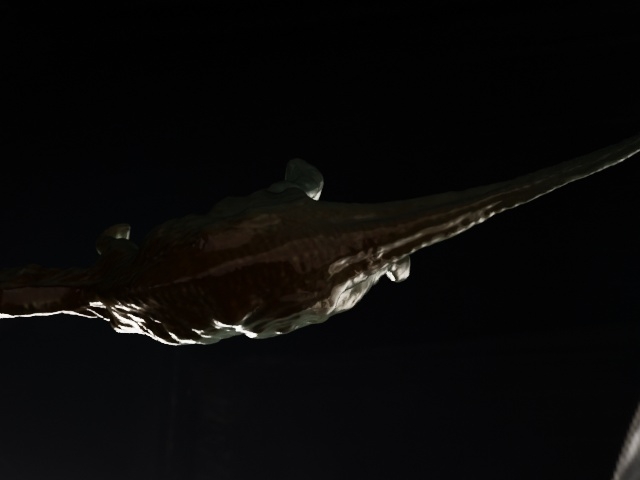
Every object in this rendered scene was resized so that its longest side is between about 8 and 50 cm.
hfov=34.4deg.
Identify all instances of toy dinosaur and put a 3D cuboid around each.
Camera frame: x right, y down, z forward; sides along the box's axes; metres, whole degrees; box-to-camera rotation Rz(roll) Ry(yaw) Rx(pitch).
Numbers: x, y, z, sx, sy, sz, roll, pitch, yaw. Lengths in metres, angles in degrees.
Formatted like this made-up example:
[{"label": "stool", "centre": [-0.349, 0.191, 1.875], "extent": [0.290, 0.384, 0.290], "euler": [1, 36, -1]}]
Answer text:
[{"label": "toy dinosaur", "centre": [0.000, 0.000, 0.581], "extent": [0.205, 0.392, 0.092], "euler": [-22, -75, -63]}]
